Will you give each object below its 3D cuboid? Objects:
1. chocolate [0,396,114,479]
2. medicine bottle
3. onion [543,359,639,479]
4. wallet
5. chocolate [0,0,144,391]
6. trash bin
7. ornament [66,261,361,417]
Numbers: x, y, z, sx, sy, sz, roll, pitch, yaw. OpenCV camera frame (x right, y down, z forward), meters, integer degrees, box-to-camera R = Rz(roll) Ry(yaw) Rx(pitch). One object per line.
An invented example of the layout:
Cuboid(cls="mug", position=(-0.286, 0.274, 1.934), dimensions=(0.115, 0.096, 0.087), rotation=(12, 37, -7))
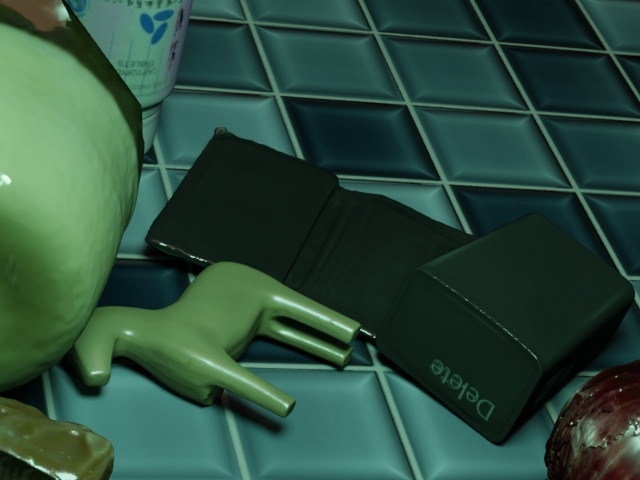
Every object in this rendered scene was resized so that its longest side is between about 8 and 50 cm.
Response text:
Cuboid(cls="chocolate", position=(-0.280, 0.189, 1.533), dimensions=(0.214, 0.148, 0.093), rotation=(24, 30, 9))
Cuboid(cls="medicine bottle", position=(-0.220, -0.219, 2.034), dimensions=(0.152, 0.254, 0.152), rotation=(11, 33, -7))
Cuboid(cls="onion", position=(0.288, 0.228, 1.655), dimensions=(0.252, 0.219, 0.252), rotation=(51, 14, -18))
Cuboid(cls="wallet", position=(0.000, 0.000, 1.996), dimensions=(0.323, 0.041, 0.247), rotation=(24, 35, 3))
Cuboid(cls="chocolate", position=(-0.327, -0.030, 1.644), dimensions=(0.314, 0.326, 0.297), rotation=(-26, 20, 18))
Cuboid(cls="trash bin", position=(0.192, 0.077, 1.898), dimensions=(0.165, 0.115, 0.225), rotation=(38, 36, 19))
Cuboid(cls="ornament", position=(-0.117, 0.096, 1.799), dimensions=(0.245, 0.061, 0.230), rotation=(26, 38, 13))
